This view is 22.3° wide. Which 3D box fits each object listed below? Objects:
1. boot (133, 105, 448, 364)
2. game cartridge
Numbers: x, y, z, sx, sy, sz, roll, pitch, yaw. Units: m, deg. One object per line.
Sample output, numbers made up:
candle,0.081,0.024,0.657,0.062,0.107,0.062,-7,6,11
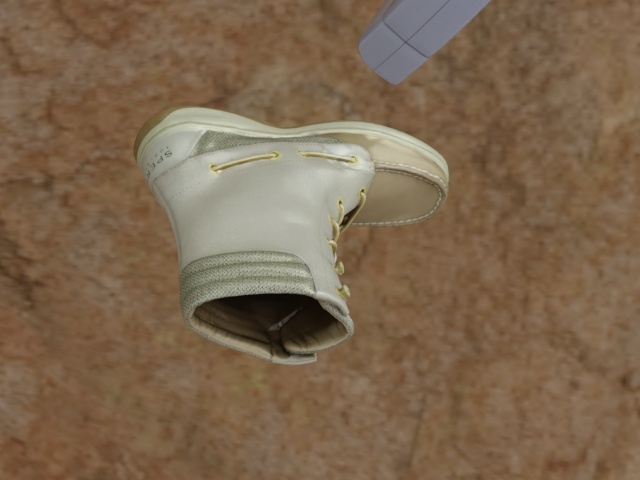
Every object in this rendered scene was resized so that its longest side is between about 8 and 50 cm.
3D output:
boot,0.000,0.000,0.995,0.213,0.165,0.077,6,132,-26
game cartridge,0.141,-0.247,1.216,0.062,0.297,0.198,42,46,-5
